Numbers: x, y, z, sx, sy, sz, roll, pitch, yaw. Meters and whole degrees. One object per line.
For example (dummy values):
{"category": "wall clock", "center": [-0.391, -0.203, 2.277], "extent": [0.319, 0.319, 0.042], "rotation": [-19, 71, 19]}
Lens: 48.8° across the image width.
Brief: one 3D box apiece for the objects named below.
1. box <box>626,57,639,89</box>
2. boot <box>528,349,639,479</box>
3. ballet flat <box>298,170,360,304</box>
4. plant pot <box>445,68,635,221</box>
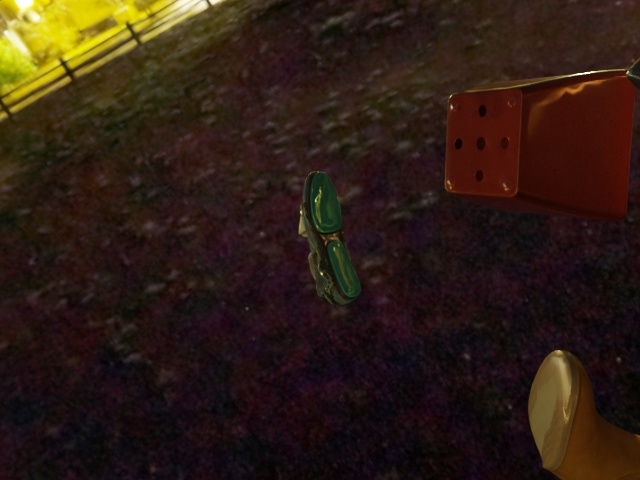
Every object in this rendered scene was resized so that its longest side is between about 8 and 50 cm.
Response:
{"category": "box", "center": [0.589, -0.047, 0.512], "extent": [0.297, 0.471, 0.480], "rotation": [-50, 28, 6]}
{"category": "boot", "center": [0.346, 0.238, 0.791], "extent": [0.211, 0.295, 0.104], "rotation": [-2, 32, 3]}
{"category": "ballet flat", "center": [0.000, 0.000, 0.973], "extent": [0.070, 0.188, 0.070], "rotation": [-12, -13, -3]}
{"category": "plant pot", "center": [0.374, -0.174, 1.283], "extent": [0.235, 0.267, 0.267], "rotation": [-3, 8, -31]}
